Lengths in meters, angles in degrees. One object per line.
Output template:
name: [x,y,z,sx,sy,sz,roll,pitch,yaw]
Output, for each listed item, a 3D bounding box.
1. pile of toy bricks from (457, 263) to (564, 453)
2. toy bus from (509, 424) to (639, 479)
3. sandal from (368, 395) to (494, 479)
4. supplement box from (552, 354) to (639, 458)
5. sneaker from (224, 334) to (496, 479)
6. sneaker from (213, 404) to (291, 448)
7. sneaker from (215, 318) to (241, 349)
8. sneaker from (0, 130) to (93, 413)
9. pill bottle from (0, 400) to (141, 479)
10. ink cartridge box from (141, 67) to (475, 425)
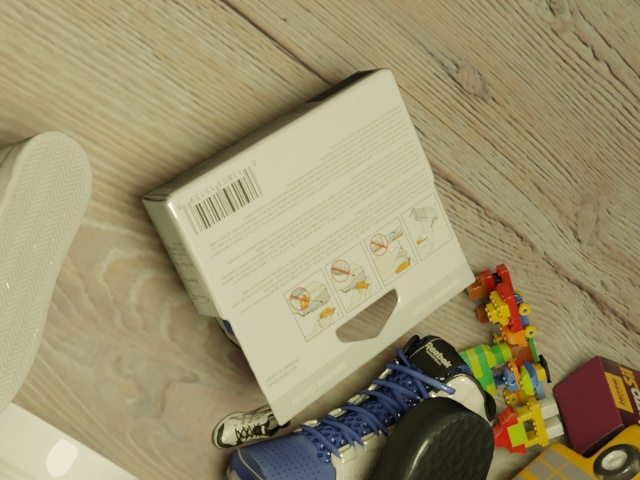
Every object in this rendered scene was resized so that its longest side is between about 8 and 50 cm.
pile of toy bricks: [0.190,0.136,1.330,0.105,0.118,0.212,-20,120,-1]
toy bus: [0.236,0.333,1.290,0.332,0.130,0.108,-38,113,-11]
sandal: [0.025,0.350,1.132,0.167,0.107,0.446,30,86,-47]
supplement box: [0.381,0.222,1.418,0.188,0.081,0.104,22,40,-30]
sneaker: [0.062,0.184,1.201,0.315,0.127,0.182,3,112,-37]
sneaker: [-0.068,0.188,1.202,0.083,0.037,0.032,-20,103,-27]
sneaker: [-0.061,0.010,1.176,0.080,0.081,0.211,-2,94,-32]
sneaker: [-0.309,0.047,0.979,0.108,0.169,0.292,45,55,-37]
pill bottle: [-0.308,0.316,0.963,0.210,0.210,0.363,38,73,-26]
ink cartridge box: [0.000,0.000,1.130,0.275,0.060,0.239,-33,110,-28]
